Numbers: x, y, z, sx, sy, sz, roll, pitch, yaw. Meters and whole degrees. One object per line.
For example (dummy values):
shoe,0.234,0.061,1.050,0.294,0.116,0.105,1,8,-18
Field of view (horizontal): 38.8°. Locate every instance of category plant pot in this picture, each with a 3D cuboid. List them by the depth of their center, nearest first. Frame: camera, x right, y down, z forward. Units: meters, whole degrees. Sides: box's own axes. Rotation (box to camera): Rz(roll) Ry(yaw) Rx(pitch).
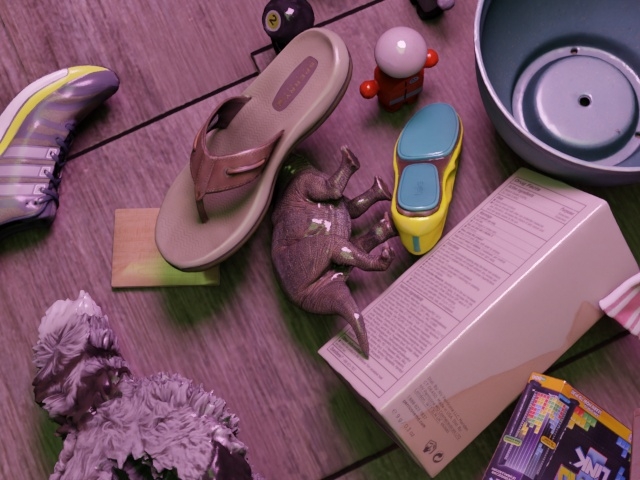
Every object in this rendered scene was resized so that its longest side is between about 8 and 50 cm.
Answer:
plant pot,0.308,-0.182,1.008,0.292,0.196,0.293,-1,74,3

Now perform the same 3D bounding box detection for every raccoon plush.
raccoon plush,-0.120,0.251,0.965,0.216,0.299,0.446,-32,43,10

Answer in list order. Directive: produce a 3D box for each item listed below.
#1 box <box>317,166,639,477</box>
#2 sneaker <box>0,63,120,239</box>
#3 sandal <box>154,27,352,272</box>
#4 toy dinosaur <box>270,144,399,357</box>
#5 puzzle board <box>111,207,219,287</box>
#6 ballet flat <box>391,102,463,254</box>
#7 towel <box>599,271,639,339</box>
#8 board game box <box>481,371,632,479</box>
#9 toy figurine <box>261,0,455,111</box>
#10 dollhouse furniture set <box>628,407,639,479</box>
box,0.168,0.078,0.956,0.311,0.148,0.121,-41,121,-7
sneaker,-0.341,-0.085,1.077,0.121,0.111,0.300,44,87,3
sandal,-0.087,-0.106,0.962,0.120,0.086,0.303,36,94,30
toy dinosaur,0.000,0.000,1.008,0.160,0.121,0.314,-28,66,21
puzzle board,-0.183,0.008,1.080,0.128,0.011,0.097,-1,74,2
ballet flat,0.120,-0.069,1.038,0.077,0.077,0.231,0,38,15
towel,0.399,0.074,0.933,0.144,0.197,0.029,-40,33,23
board game box,0.252,0.235,0.926,0.170,0.048,0.141,35,75,-31
toy figurine,0.049,-0.278,1.073,0.212,0.148,0.210,19,77,8
dollhouse furniture set,0.462,0.233,0.765,0.355,0.174,0.304,9,76,6
